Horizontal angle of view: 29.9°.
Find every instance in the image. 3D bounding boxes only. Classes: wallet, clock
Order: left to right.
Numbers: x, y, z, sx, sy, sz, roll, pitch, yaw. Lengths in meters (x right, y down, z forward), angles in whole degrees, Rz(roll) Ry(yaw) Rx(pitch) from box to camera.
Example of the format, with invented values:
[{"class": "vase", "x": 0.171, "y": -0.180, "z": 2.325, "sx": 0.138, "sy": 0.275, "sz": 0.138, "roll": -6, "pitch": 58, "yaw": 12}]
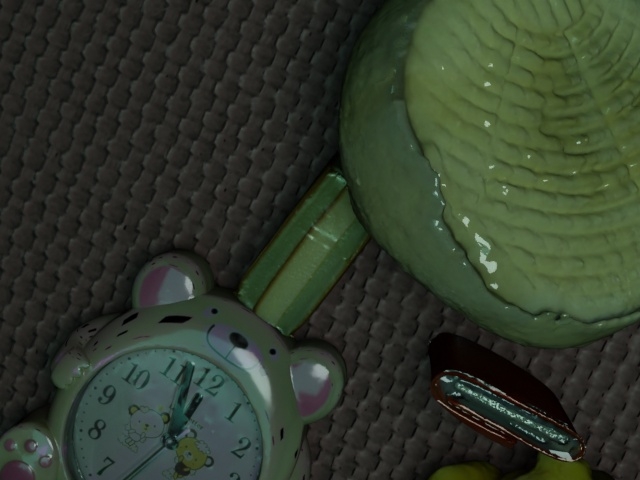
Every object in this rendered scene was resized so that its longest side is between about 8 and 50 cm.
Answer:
[{"class": "clock", "x": -0.142, "y": 0.187, "z": 1.184, "sx": 0.284, "sy": 0.114, "sz": 0.309, "roll": 34, "pitch": 97, "yaw": 2}, {"class": "wallet", "x": 0.164, "y": 0.143, "z": 1.101, "sx": 0.142, "sy": 0.204, "sz": 0.045, "roll": 28, "pitch": 96, "yaw": 2}]

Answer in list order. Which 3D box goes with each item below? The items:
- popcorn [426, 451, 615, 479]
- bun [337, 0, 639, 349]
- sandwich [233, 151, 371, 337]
[{"class": "popcorn", "x": 0.195, "y": 0.350, "z": 1.102, "sx": 0.297, "sy": 0.281, "sz": 0.316, "roll": -22, "pitch": 81, "yaw": 24}, {"class": "bun", "x": 0.170, "y": -0.079, "z": 1.057, "sx": 0.364, "sy": 0.202, "sz": 0.364, "roll": 7, "pitch": 74, "yaw": -25}, {"class": "sandwich", "x": 0.000, "y": 0.000, "z": 1.159, "sx": 0.079, "sy": 0.113, "sz": 0.163, "roll": 36, "pitch": 107, "yaw": 0}]
